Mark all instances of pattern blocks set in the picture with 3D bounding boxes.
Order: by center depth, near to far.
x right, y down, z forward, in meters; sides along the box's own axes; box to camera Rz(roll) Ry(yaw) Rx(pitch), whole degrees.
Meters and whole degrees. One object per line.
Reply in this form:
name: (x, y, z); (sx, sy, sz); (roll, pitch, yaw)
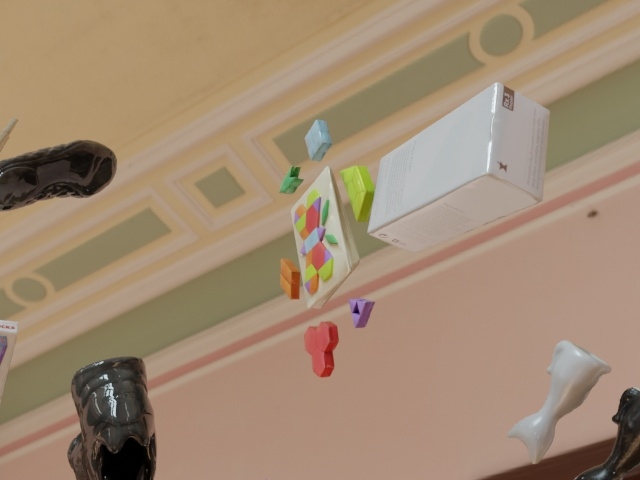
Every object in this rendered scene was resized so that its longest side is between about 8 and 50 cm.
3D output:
pattern blocks set: (0.000, 0.000, 1.010); (0.026, 0.325, 0.285); (3, -43, -28)

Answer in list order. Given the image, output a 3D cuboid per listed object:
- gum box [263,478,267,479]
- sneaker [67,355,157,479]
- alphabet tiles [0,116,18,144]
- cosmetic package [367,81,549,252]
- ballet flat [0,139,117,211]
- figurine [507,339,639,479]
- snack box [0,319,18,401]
gum box: (-0.130, 0.458, 1.070); (0.188, 0.107, 0.062); (-12, -27, -50)
sneaker: (-0.248, 0.271, 0.839); (0.108, 0.130, 0.286); (-12, -43, -21)
alphabet tiles: (-0.522, -0.023, 0.967); (0.011, 0.343, 0.285); (32, -71, -23)
cosmetic package: (0.154, -0.074, 0.809); (0.085, 0.118, 0.231); (21, -23, -23)
ballet flat: (-0.252, -0.065, 0.643); (0.049, 0.173, 0.058); (10, -74, 21)
figurine: (0.430, 0.304, 1.124); (0.092, 0.215, 0.210); (23, -79, -46)
snack box: (-0.360, 0.157, 0.707); (0.064, 0.022, 0.178); (11, -66, -26)
